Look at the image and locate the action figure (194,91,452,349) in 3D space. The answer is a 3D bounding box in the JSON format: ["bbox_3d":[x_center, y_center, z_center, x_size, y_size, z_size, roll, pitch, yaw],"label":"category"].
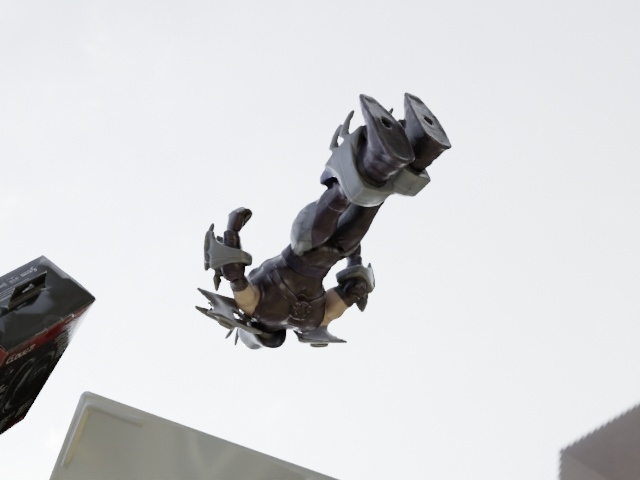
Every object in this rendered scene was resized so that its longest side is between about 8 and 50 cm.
[{"bbox_3d":[0.000,0.000,1.008,0.185,0.099,0.285,6,-49,-46],"label":"action figure"}]

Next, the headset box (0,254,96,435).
[{"bbox_3d":[-0.130,0.047,0.448,0.083,0.032,0.062,-56,-8,27],"label":"headset box"}]

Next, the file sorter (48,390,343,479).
[{"bbox_3d":[-0.075,0.263,0.681,0.173,0.193,0.278,47,-120,-67],"label":"file sorter"}]
